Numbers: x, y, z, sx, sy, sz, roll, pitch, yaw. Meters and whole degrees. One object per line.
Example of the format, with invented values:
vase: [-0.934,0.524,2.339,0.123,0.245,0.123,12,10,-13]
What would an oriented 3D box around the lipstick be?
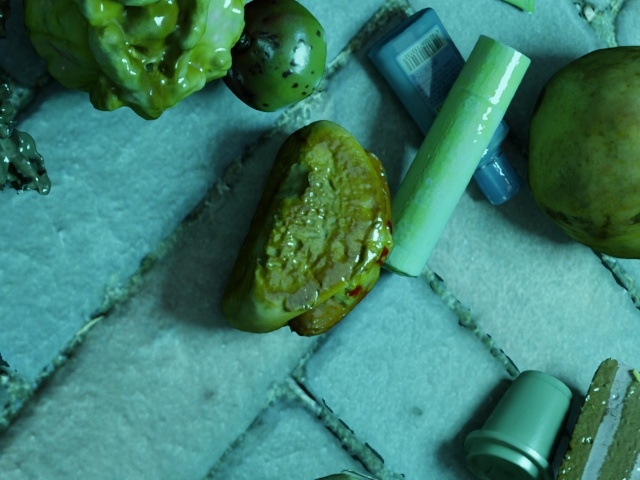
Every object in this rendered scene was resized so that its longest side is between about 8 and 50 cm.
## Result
lipstick: [0.152,-0.096,1.507,0.076,0.076,0.304,26,96,-23]

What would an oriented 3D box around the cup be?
cup: [0.255,0.240,1.579,0.120,0.120,0.141,44,56,-18]

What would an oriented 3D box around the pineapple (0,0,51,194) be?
pineapple: [-0.366,-0.201,1.262,0.175,0.175,0.361,-29,110,-25]

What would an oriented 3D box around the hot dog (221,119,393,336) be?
hot dog: [0.000,0.000,1.441,0.153,0.150,0.257,24,77,-13]

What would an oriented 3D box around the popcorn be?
popcorn: [-0.190,-0.233,1.301,0.259,0.259,0.212,-19,118,-26]

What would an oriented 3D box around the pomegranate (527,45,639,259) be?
pomegranate: [0.395,-0.118,1.579,0.281,0.281,0.281,1,87,-27]

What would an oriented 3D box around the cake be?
cake: [0.360,0.254,1.535,0.295,0.116,0.113,-53,152,-53]

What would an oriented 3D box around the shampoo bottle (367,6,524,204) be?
shampoo bottle: [0.167,-0.158,1.571,0.104,0.061,0.258,-39,104,-16]

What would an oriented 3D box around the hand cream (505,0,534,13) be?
hand cream: [0.210,-0.356,1.613,0.175,0.046,0.095,8,83,-33]

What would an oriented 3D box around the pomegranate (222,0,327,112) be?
pomegranate: [-0.050,-0.214,1.420,0.129,0.159,0.129,2,103,11]

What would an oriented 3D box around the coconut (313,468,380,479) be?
coconut: [0.056,0.412,1.368,0.323,0.323,0.323,1,87,-27]
